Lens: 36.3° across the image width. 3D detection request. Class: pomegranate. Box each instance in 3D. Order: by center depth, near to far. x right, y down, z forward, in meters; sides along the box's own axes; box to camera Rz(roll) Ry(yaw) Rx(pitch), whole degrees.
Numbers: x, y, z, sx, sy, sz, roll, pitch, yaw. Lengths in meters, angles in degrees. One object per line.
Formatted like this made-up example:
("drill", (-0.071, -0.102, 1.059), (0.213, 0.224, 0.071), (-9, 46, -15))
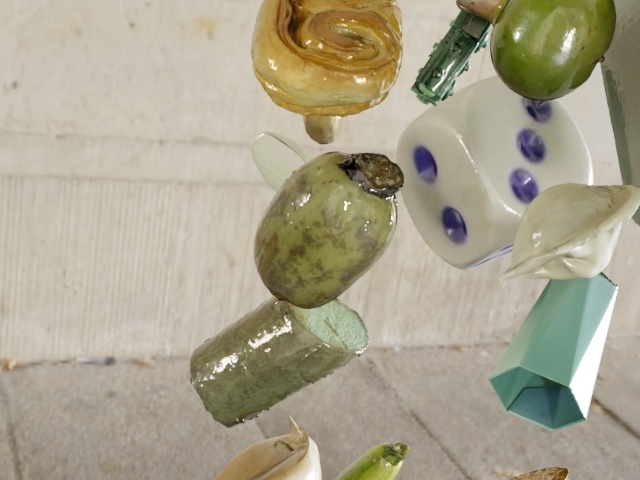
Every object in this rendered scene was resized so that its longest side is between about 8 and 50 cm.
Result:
("pomegranate", (0.287, -0.283, 1.297), (0.210, 0.179, 0.179), (12, 17, -13))

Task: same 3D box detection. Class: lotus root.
("lotus root", (0.000, 0.000, 1.386), (0.173, 0.309, 0.173), (19, 44, -20))
("lotus root", (0.003, -0.192, 1.476), (0.062, 0.073, 0.150), (-7, -21, 1))

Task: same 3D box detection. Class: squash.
("squash", (0.101, 0.409, 1.729), (0.075, 0.200, 0.090), (16, 39, -35))

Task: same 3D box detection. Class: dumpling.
("dumpling", (0.326, -0.002, 1.303), (0.215, 0.126, 0.166), (-6, 19, 31))

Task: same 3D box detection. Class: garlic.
("garlic", (-0.117, 0.437, 1.615), (0.313, 0.286, 0.249), (-17, 50, -22))

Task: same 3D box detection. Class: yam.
("yam", (-0.080, 0.191, 1.667), (0.168, 0.304, 0.168), (40, 29, -29))

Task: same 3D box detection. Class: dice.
("dice", (0.335, -0.131, 1.913), (0.277, 0.304, 0.304), (-22, -9, -26))

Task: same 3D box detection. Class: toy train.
("toy train", (0.204, -0.287, 1.518), (0.071, 0.170, 0.111), (35, 10, 4))

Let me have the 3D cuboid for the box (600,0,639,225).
("box", (0.521, -0.219, 1.352), (0.090, 0.373, 0.367), (-7, -5, -13))

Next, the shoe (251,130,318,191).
("shoe", (-0.008, -0.114, 1.812), (0.265, 0.095, 0.110), (42, 33, -3))

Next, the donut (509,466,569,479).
("donut", (0.190, 0.251, 0.904), (0.108, 0.043, 0.097), (-29, 0, -23))

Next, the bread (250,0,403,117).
("bread", (0.009, -0.257, 1.276), (0.198, 0.120, 0.236), (4, 48, 1))

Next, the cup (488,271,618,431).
("cup", (0.365, 0.148, 1.473), (0.134, 0.148, 0.236), (39, 57, -11))
